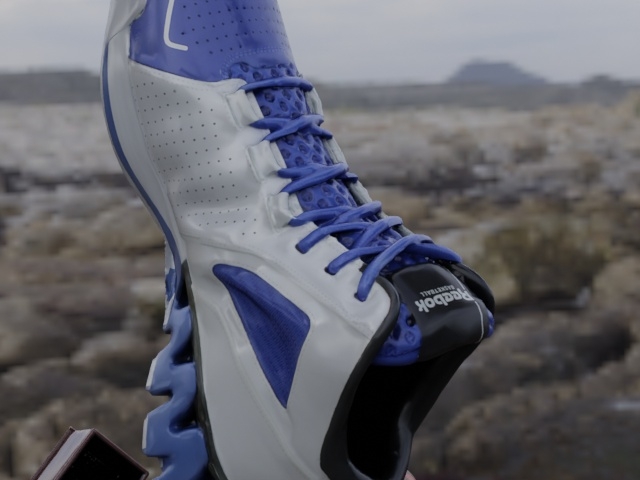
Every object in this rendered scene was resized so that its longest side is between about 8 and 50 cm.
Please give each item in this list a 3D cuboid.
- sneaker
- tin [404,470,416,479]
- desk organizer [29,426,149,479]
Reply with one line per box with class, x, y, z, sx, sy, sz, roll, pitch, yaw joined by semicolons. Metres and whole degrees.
sneaker;0.000;0.001;0.963;0.182;0.316;0.127;-7;-1;39
tin;-0.011;0.201;1.104;0.106;0.190;0.040;33;21;-16
desk organizer;-0.157;0.170;1.052;0.047;0.130;0.050;41;-21;-13
